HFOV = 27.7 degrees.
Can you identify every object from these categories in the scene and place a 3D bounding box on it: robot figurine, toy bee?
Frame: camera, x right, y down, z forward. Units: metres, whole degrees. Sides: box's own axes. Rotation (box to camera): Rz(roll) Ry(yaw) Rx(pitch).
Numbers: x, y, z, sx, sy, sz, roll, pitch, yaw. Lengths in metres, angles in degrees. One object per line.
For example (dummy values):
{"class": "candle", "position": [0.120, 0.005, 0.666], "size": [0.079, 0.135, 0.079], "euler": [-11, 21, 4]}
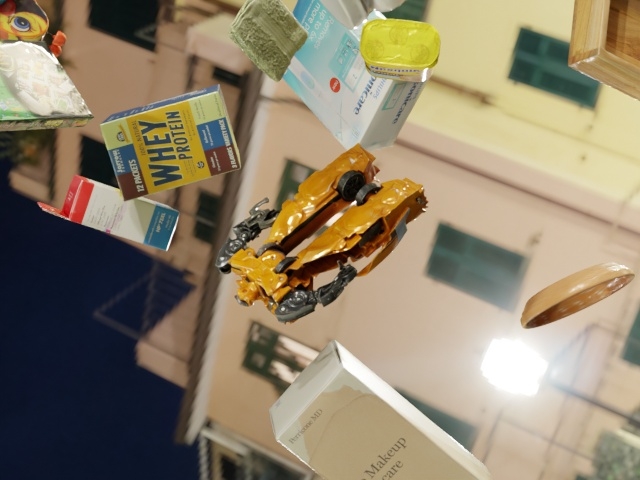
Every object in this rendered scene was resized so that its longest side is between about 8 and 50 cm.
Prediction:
{"class": "robot figurine", "position": [0.000, 0.000, 1.797], "size": [0.291, 0.211, 0.085], "euler": [-41, -40, -14]}
{"class": "toy bee", "position": [-0.449, -0.321, 1.864], "size": [0.162, 0.195, 0.298], "euler": [12, -104, -25]}

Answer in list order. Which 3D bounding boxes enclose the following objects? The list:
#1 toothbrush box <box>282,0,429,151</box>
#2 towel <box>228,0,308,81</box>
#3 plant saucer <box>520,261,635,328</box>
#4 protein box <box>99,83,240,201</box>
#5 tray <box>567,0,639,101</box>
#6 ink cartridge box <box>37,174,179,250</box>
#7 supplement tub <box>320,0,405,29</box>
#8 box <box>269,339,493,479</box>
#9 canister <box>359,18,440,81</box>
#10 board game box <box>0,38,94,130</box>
{"class": "toothbrush box", "position": [0.059, -0.350, 2.618], "size": [0.126, 0.295, 0.216], "euler": [-19, -31, -41]}
{"class": "towel", "position": [-0.081, -0.328, 2.054], "size": [0.110, 0.027, 0.148], "euler": [-59, -41, -14]}
{"class": "plant saucer", "position": [0.413, 0.086, 2.116], "size": [0.200, 0.037, 0.200], "euler": [-22, -16, -7]}
{"class": "protein box", "position": [-0.251, -0.170, 2.209], "size": [0.200, 0.201, 0.136], "euler": [-111, 5, -79]}
{"class": "tray", "position": [0.575, -0.308, 2.099], "size": [0.411, 0.076, 0.202], "euler": [19, -109, -30]}
{"class": "ink cartridge box", "position": [-0.383, -0.057, 2.335], "size": [0.078, 0.231, 0.134], "euler": [-71, 18, 1]}
{"class": "supplement tub", "position": [0.099, -0.424, 1.709], "size": [0.272, 0.191, 0.191], "euler": [-38, -27, -1]}
{"class": "box", "position": [0.090, 0.299, 1.827], "size": [0.148, 0.311, 0.121], "euler": [-49, 14, 7]}
{"class": "canister", "position": [0.129, -0.304, 2.104], "size": [0.170, 0.126, 0.073], "euler": [26, -110, -86]}
{"class": "board game box", "position": [-0.411, -0.205, 1.703], "size": [0.030, 0.136, 0.260], "euler": [-35, -9, 24]}
